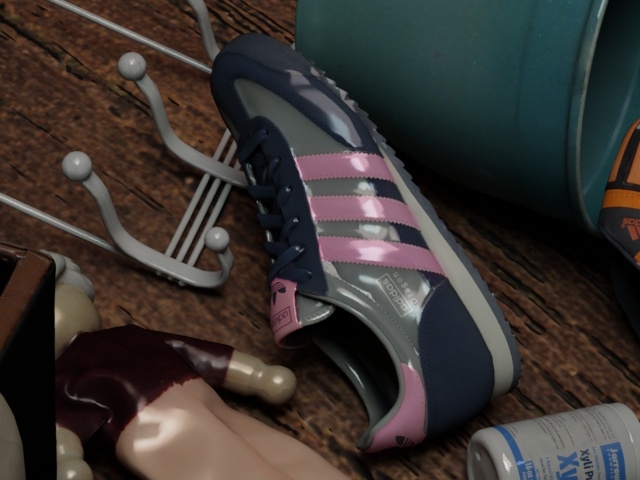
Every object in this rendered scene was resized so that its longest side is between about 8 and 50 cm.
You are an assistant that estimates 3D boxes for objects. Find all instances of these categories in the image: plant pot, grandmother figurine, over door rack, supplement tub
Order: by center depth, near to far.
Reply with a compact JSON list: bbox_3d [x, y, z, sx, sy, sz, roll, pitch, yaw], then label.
[{"bbox_3d":[-0.107,0.120,1.145,0.342,0.104,0.208,37,26,26],"label":"grandmother figurine"},{"bbox_3d":[0.157,0.150,1.169,0.107,0.071,0.071,-10,51,-16],"label":"supplement tub"},{"bbox_3d":[-0.186,-0.111,1.328,0.324,0.108,0.239,17,47,6],"label":"over door rack"},{"bbox_3d":[0.131,-0.164,1.335,0.255,0.271,0.271,16,46,25],"label":"plant pot"}]

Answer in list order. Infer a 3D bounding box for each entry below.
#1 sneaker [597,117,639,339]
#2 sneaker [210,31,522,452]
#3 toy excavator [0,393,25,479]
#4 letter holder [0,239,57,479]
[{"bbox_3d":[0.335,0.038,1.279,0.321,0.124,0.180,30,77,-7],"label":"sneaker"},{"bbox_3d":[0.000,0.000,1.210,0.131,0.112,0.319,-31,77,-27],"label":"sneaker"},{"bbox_3d":[-0.195,0.326,0.681,0.222,0.445,0.433,8,45,16],"label":"toy excavator"},{"bbox_3d":[-0.272,0.127,0.967,0.214,0.302,0.152,17,48,7],"label":"letter holder"}]
